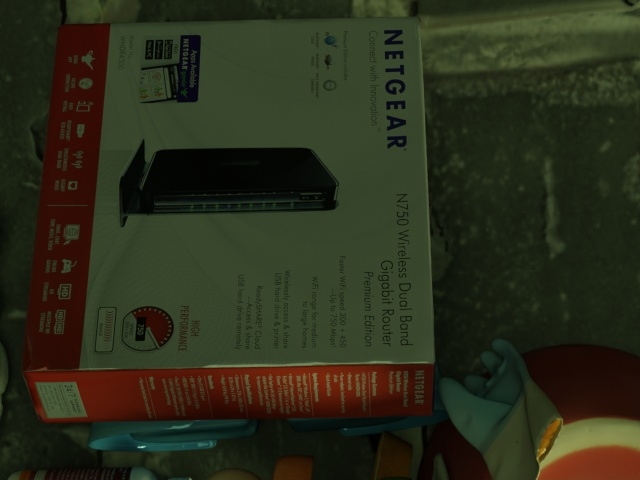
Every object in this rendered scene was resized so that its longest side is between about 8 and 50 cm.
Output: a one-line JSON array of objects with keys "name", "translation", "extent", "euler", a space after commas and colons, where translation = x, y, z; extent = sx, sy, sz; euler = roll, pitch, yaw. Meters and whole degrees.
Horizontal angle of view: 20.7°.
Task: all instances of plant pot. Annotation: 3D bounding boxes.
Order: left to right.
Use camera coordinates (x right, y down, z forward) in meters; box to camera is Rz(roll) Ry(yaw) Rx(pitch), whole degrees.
[{"name": "plant pot", "translation": [0.211, 0.223, 1.365], "extent": [0.275, 0.243, 0.275], "euler": [0, 90, 1]}]

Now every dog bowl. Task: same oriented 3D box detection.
[{"name": "dog bowl", "translation": [-0.042, 0.120, 1.419], "extent": [0.297, 0.166, 0.074], "euler": [-5, 78, 2]}]

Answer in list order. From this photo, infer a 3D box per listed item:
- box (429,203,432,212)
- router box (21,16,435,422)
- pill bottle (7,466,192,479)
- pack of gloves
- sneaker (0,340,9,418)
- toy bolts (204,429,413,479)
[{"name": "box", "translation": [0.000, 0.000, 1.479], "extent": [0.162, 0.029, 0.116], "euler": [19, 89, 0]}, {"name": "router box", "translation": [-0.065, -0.024, 1.372], "extent": [0.301, 0.082, 0.335], "euler": [-2, 56, 1]}, {"name": "pill bottle", "translation": [-0.182, 0.231, 1.453], "extent": [0.152, 0.086, 0.086], "euler": [-3, 89, 2]}, {"name": "pack of gloves", "translation": [0.094, 0.172, 1.269], "extent": [0.046, 0.232, 0.195], "euler": [24, 100, -8]}, {"name": "sneaker", "translation": [-0.334, 0.076, 1.471], "extent": [0.126, 0.091, 0.240], "euler": [2, 90, 20]}, {"name": "toy bolts", "translation": [-0.025, 0.255, 1.399], "extent": [0.158, 0.218, 0.228], "euler": [12, 108, 2]}]
